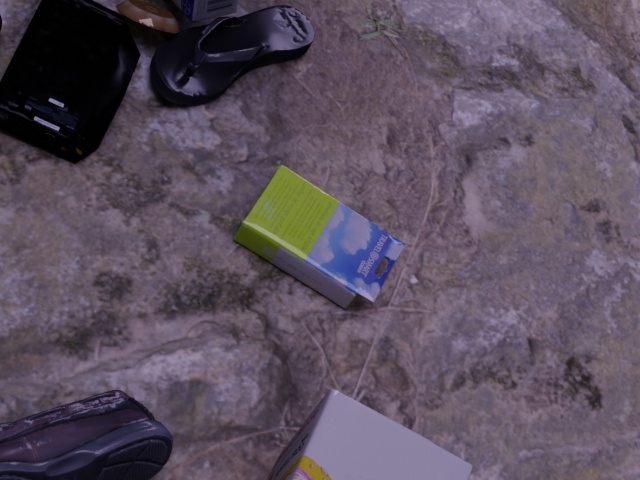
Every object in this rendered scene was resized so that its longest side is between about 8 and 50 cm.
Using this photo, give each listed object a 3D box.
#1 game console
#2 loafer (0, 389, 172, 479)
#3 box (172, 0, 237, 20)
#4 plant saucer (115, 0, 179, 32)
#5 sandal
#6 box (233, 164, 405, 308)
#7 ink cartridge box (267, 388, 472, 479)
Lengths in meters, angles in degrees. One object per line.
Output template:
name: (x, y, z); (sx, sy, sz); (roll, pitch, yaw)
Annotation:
game console: (-0.394, -0.245, 1.711); (0.361, 0.044, 0.213); (26, 51, -12)
loafer: (-0.293, 0.218, 1.435); (0.302, 0.109, 0.095); (-11, 44, -37)
box: (-0.160, -0.366, 1.835); (0.072, 0.126, 0.137); (-18, 50, -30)
plant saucer: (-0.211, -0.280, 1.816); (0.083, 0.015, 0.083); (21, 18, -7)
sandal: (-0.111, -0.248, 1.842); (0.254, 0.054, 0.097); (-31, 75, -36)
box: (0.000, 0.000, 1.736); (0.178, 0.042, 0.109); (32, 52, -2)
ink cartridge box: (0.015, 0.306, 1.457); (0.168, 0.171, 0.233); (30, 51, -4)
